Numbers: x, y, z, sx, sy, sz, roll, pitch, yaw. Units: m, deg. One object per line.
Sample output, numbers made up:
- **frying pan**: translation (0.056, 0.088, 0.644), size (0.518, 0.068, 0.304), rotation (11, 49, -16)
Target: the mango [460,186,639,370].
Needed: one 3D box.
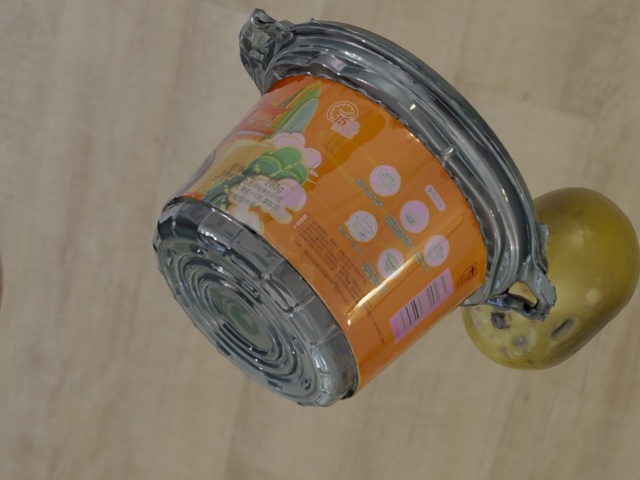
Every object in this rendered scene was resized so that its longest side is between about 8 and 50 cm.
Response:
- **mango**: translation (0.164, 0.029, 1.010), size (0.098, 0.195, 0.137), rotation (45, 103, 16)

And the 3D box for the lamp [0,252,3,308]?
- **lamp**: translation (-0.324, 0.015, 0.762), size (0.305, 0.239, 0.305), rotation (4, 109, 13)

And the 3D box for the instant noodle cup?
- **instant noodle cup**: translation (0.000, 0.000, 0.709), size (0.208, 0.125, 0.178), rotation (37, 155, 20)
